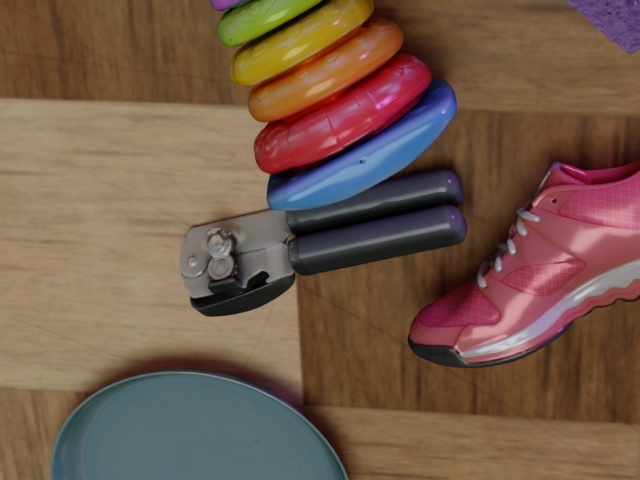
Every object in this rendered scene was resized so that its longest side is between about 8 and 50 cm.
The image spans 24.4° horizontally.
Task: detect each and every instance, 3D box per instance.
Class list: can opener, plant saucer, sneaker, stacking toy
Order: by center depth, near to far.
[{"bbox_3d":[-0.030,-0.188,1.197,0.175,0.166,0.302,-29,102,8],"label":"stacking toy"},{"bbox_3d":[0.206,0.002,1.301,0.314,0.116,0.136,-25,104,15],"label":"sneaker"},{"bbox_3d":[0.000,0.000,1.352,0.280,0.074,0.093,-15,152,19],"label":"can opener"},{"bbox_3d":[-0.121,0.253,1.533,0.318,0.043,0.317,4,122,6],"label":"plant saucer"}]

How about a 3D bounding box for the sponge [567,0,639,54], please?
[{"bbox_3d":[0.292,-0.234,1.140,0.210,0.031,0.117,-35,140,25],"label":"sponge"}]
